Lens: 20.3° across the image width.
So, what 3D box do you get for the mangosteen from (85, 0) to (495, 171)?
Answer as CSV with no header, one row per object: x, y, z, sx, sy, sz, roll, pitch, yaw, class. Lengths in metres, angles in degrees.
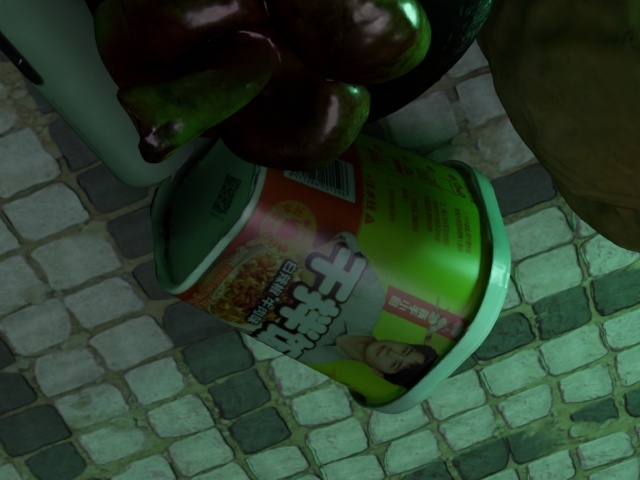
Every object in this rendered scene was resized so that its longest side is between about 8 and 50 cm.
-0.038,-0.244,1.498,0.382,0.435,0.382,8,121,13,mangosteen

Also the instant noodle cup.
0.000,0.000,1.908,0.308,0.294,0.294,25,123,-28,instant noodle cup

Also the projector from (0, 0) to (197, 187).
-0.240,-0.187,1.725,0.108,0.108,0.337,-28,137,10,projector

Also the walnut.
0.319,-0.187,1.721,0.383,0.384,0.384,-10,137,-9,walnut
